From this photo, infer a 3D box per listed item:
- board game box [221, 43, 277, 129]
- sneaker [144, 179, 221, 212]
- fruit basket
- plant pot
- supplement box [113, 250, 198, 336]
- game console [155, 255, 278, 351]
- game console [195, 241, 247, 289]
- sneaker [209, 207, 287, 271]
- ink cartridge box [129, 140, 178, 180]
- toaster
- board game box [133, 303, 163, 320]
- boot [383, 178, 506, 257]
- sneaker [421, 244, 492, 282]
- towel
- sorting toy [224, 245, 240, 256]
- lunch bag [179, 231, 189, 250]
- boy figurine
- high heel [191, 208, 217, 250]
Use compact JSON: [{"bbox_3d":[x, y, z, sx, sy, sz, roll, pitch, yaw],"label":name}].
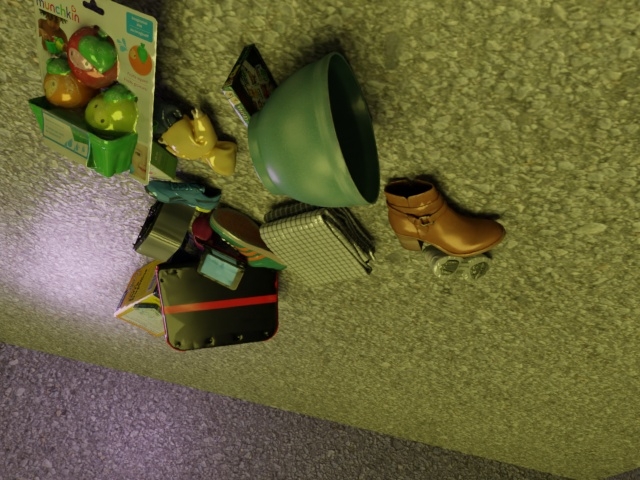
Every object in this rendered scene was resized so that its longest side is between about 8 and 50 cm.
[{"bbox_3d":[-0.113,-0.268,1.120,0.030,0.136,0.259,-3,142,26],"label":"board game box"},{"bbox_3d":[-0.373,-0.139,1.441,0.209,0.069,0.082,14,134,-36],"label":"sneaker"},{"bbox_3d":[-0.474,-0.321,1.070,0.327,0.165,0.353,27,131,16],"label":"fruit basket"},{"bbox_3d":[-0.019,-0.192,1.028,0.196,0.293,0.293,-12,139,20],"label":"plant pot"},{"bbox_3d":[-0.564,0.196,1.913,0.194,0.195,0.356,36,140,-28],"label":"supplement box"},{"bbox_3d":[-0.331,0.206,1.743,0.387,0.060,0.342,-5,115,-12],"label":"game console"},{"bbox_3d":[-0.305,0.080,1.595,0.144,0.085,0.124,26,165,-2],"label":"game console"},{"bbox_3d":[-0.219,0.015,1.586,0.302,0.108,0.121,32,130,-27],"label":"sneaker"},{"bbox_3d":[-0.460,-0.216,1.324,0.109,0.062,0.209,6,169,13],"label":"ink cartridge box"},{"bbox_3d":[-0.458,-0.049,1.545,0.110,0.168,0.186,27,146,-23],"label":"toaster"},{"bbox_3d":[-0.580,0.247,1.800,0.090,0.020,0.090,0,142,21],"label":"board game box"},{"bbox_3d":[0.304,-0.069,1.304,0.283,0.109,0.220,4,142,28],"label":"boot"},{"bbox_3d":[0.378,0.047,1.452,0.232,0.115,0.090,12,117,-35],"label":"sneaker"},{"bbox_3d":[0.000,0.000,1.490,0.235,0.121,0.283,-14,135,34],"label":"towel"},{"bbox_3d":[-0.290,0.047,1.734,0.083,0.045,0.075,31,150,-25],"label":"sorting toy"},{"bbox_3d":[-0.462,-0.011,1.686,0.065,0.067,0.098,6,147,13],"label":"lunch bag"},{"bbox_3d":[-0.313,-0.260,1.248,0.285,0.092,0.177,31,143,-25],"label":"boy figurine"},{"bbox_3d":[-0.366,-0.002,1.618,0.082,0.117,0.244,21,146,-10],"label":"high heel"}]
